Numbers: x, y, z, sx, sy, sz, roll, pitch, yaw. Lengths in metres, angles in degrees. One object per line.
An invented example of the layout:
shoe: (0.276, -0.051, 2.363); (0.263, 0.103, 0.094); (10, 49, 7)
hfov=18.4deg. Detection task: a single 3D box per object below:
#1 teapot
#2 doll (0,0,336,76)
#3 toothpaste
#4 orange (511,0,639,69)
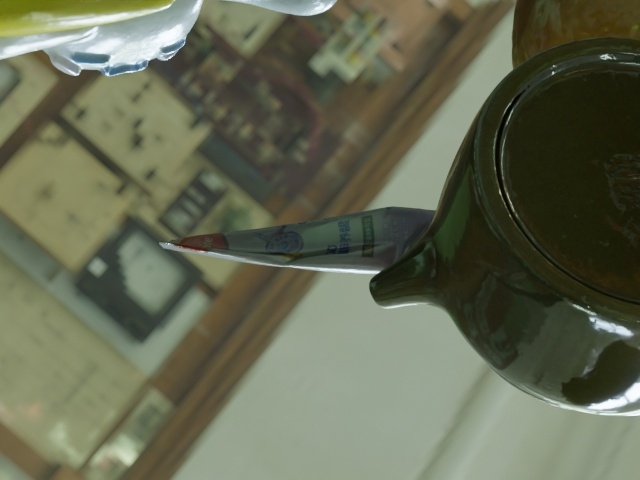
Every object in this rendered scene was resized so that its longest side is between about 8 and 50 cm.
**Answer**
teapot: (0.162, 0.010, 1.063); (0.175, 0.268, 0.185); (109, -21, -59)
doll: (-0.147, -0.158, 1.244); (0.252, 0.111, 0.237); (-10, -172, -42)
toothpaste: (0.000, 0.000, 1.853); (0.075, 0.301, 0.048); (-79, 166, -60)
orange: (0.269, -0.193, 1.505); (0.262, 0.196, 0.334); (-25, -163, 47)
